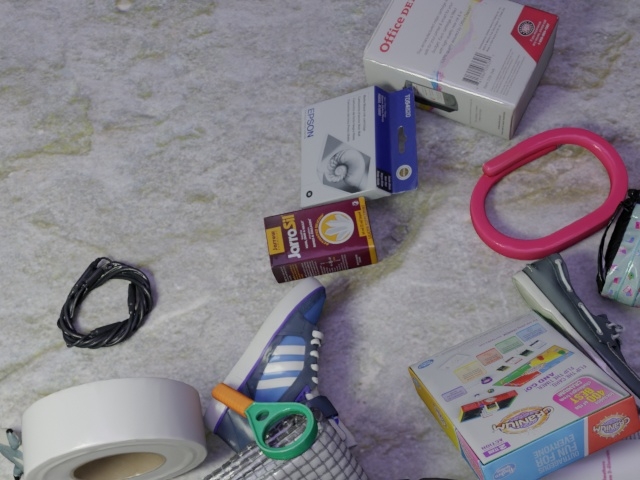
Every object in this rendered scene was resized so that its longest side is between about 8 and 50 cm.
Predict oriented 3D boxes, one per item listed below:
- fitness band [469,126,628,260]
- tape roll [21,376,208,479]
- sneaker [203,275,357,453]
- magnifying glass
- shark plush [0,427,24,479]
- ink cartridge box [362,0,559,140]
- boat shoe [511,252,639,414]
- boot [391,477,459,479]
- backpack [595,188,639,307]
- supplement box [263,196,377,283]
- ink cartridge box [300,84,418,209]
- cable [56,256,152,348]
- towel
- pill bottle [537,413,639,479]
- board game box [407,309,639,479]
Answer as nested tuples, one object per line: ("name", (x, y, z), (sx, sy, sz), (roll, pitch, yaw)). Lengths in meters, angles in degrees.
("fitness band", (0.409, -0.084, 1.748), (0.291, 0.054, 0.209), (-28, 68, -5))
("tape roll", (-0.324, 0.313, 1.531), (0.286, 0.286, 0.100), (-14, 64, 1))
("sneaker", (-0.018, 0.245, 1.619), (0.236, 0.130, 0.323), (32, 70, 11))
("magnifying glass", (-0.091, 0.264, 1.469), (0.092, 0.026, 0.231), (-44, 34, -22))
("shark plush", (-0.502, 0.386, 1.665), (0.067, 0.073, 0.161), (-38, 87, 10))
("ink cartridge box", (0.266, -0.354, 1.842), (0.306, 0.131, 0.226), (23, 71, 18))
("boat shoe", (0.450, 0.149, 1.601), (0.099, 0.116, 0.319), (-36, 61, -5))
("boot", (0.068, 0.467, 1.431), (0.338, 0.118, 0.223), (-9, 102, -17))
("backpack", (0.535, 0.020, 1.634), (0.115, 0.152, 0.182), (19, 81, 25))
("supplement box", (0.000, 0.000, 1.742), (0.188, 0.081, 0.104), (-12, 65, 2))
("ink cartridge box", (0.067, -0.173, 1.790), (0.224, 0.045, 0.223), (-13, 62, 26))
("cable", (-0.393, 0.125, 1.761), (0.150, 0.047, 0.184), (29, 70, 13))
("towel", (-0.058, 0.418, 1.481), (0.283, 0.235, 0.121), (-34, 27, -6))
("pill bottle", (0.415, 0.351, 1.487), (0.283, 0.160, 0.160), (-4, 65, 7))
("board game box", (0.300, 0.239, 1.495), (0.242, 0.064, 0.316), (-23, 23, -5))
